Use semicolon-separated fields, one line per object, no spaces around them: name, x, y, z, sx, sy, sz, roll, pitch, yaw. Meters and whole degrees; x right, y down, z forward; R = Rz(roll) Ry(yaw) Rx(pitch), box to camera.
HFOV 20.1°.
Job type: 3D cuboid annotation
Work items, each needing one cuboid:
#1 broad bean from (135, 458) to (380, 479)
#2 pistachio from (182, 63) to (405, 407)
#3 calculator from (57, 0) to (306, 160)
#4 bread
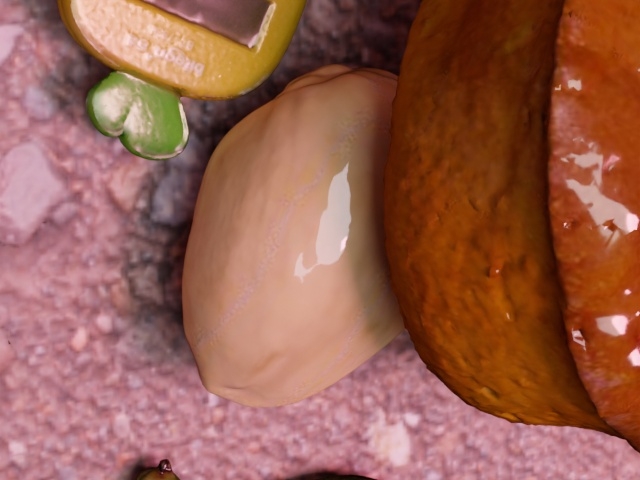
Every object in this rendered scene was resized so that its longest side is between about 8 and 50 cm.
broad bean;-0.010;0.170;1.074;0.214;0.048;0.070;9;100;-21
pistachio;0.000;0.000;0.994;0.145;0.117;0.200;21;91;-3
calculator;-0.066;-0.158;0.967;0.146;0.032;0.234;20;92;-35
bread;0.153;-0.031;0.971;0.312;0.172;0.312;2;87;-60
